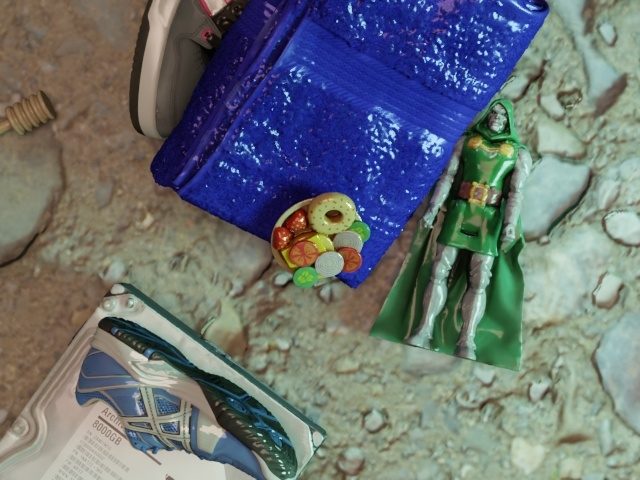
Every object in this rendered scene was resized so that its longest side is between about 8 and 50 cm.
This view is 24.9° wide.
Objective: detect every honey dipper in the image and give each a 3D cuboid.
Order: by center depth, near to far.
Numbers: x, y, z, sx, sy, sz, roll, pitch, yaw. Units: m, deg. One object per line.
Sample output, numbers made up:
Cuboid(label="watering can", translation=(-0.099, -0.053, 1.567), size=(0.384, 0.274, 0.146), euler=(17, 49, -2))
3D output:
Cuboid(label="honey dipper", translation=(-0.319, -0.088, 1.328), size=(0.160, 0.030, 0.030), euler=(-27, 86, 5))

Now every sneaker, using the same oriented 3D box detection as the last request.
Cuboid(label="sneaker", translation=(-0.113, 0.150, 1.224), size=(0.211, 0.080, 0.081), euler=(33, 96, 14))
Cuboid(label="sneaker", translation=(-0.040, -0.206, 1.271), size=(0.178, 0.124, 0.296), euler=(21, 88, 14))

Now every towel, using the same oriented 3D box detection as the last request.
Cuboid(label="towel", translation=(0.022, -0.122, 1.210), size=(0.227, 0.076, 0.308), euler=(28, 111, -16))

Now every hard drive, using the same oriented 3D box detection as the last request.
Cuboid(label="hard drive", translation=(-0.184, 0.239, 1.289), size=(0.237, 0.064, 0.339), euler=(37, 90, 4))

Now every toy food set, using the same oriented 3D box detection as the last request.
Cuboid(label="toy food set", translation=(0.000, 0.000, 1.227), size=(0.083, 0.020, 0.083), euler=(-26, 123, 5))

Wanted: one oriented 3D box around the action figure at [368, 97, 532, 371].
Cuboid(label="action figure", translation=(0.133, -0.013, 1.280), size=(0.137, 0.063, 0.232), euler=(13, 85, 8))
